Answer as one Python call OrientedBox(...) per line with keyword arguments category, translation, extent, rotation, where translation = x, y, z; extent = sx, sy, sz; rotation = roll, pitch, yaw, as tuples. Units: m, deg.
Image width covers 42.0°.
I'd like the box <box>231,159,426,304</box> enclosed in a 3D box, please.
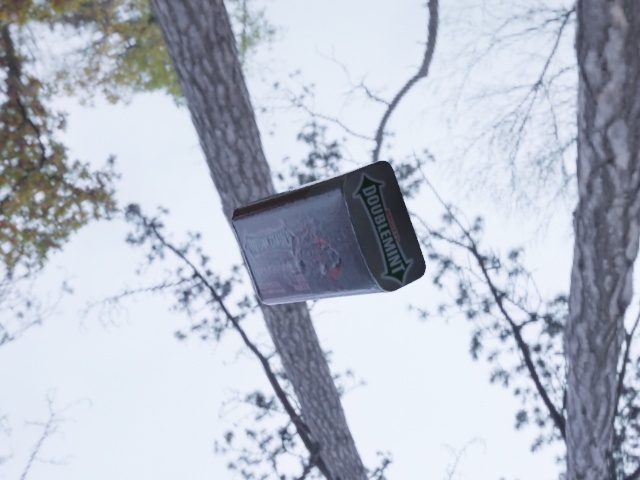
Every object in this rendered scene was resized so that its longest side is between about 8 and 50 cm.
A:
OrientedBox(category="box", translation=(0.000, 0.000, 0.831), extent=(0.069, 0.120, 0.224), rotation=(-23, -172, -33))
